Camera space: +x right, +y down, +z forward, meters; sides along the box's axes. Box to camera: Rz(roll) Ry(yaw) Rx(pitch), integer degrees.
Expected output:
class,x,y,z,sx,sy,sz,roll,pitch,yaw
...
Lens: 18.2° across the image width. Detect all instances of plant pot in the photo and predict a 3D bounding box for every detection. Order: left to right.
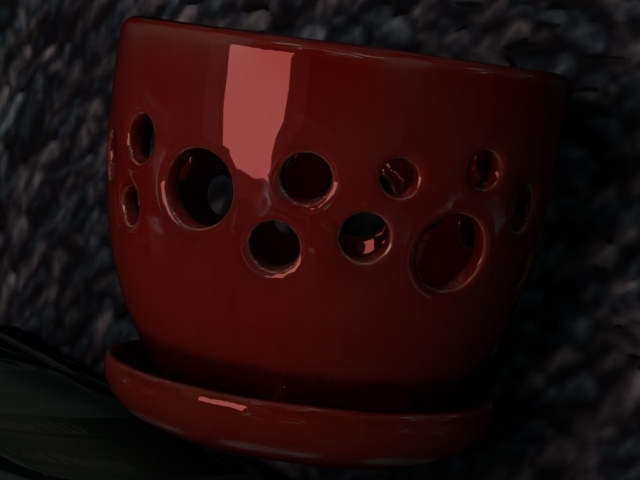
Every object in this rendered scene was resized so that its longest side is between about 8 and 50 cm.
class,x,y,z,sx,sy,sz,roll,pitch,yaw
plant pot,0.000,0.000,0.845,0.191,0.191,0.174,10,95,40

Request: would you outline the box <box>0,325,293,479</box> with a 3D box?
class,x,y,z,sx,sy,sz,roll,pitch,yaw
box,-0.190,0.217,0.780,0.471,0.480,0.297,22,96,39
